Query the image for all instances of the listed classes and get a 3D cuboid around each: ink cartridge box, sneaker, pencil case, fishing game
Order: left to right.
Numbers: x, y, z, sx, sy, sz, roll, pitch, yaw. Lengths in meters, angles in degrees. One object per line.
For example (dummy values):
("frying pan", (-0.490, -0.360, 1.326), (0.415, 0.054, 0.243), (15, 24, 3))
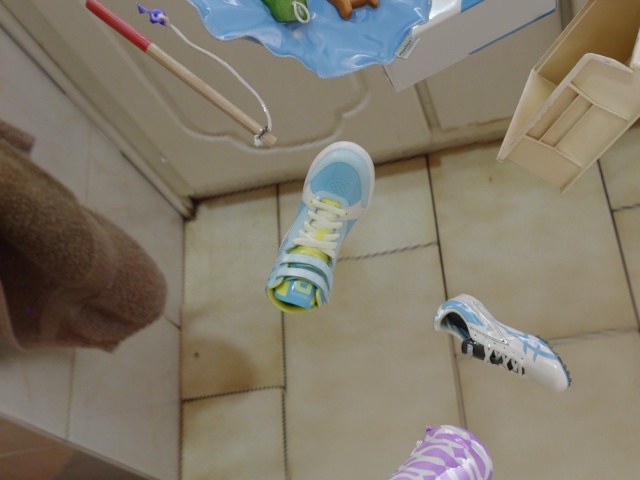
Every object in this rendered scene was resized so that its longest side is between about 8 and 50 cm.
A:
("fishing game", (-0.007, -0.188, 0.546), (0.189, 0.041, 0.264), (39, 67, -4))
("sneaker", (0.000, 0.000, 1.505), (0.127, 0.319, 0.208), (19, 38, -3))
("pencil case", (0.084, 0.255, 0.849), (0.088, 0.086, 0.206), (34, 40, 26))
("ink cartridge box", (0.111, -0.369, 1.039), (0.223, 0.129, 0.307), (-27, 73, 9))
("sneaker", (0.273, 0.166, 1.337), (0.086, 0.085, 0.237), (-36, 48, -25))

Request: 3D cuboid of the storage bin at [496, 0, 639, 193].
("storage bin", (0.423, -0.253, 1.374), (0.123, 0.260, 0.262), (32, 49, -2))
